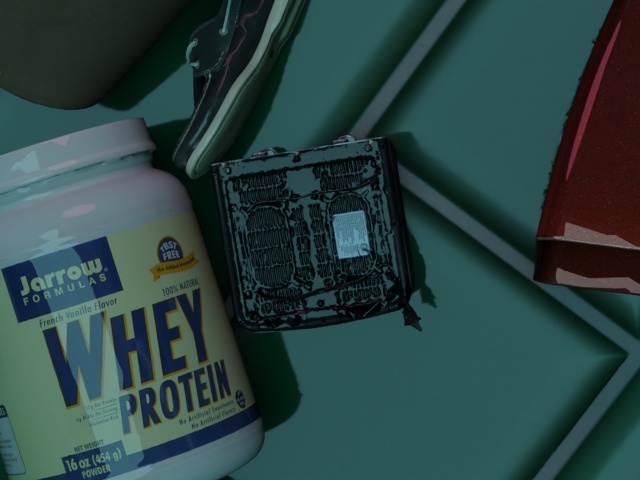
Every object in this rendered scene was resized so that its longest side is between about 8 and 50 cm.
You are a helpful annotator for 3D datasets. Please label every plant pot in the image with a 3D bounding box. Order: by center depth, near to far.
[{"bbox_3d":[0.332,-0.079,1.598,0.267,0.267,0.235,8,82,7],"label":"plant pot"},{"bbox_3d":[-0.216,-0.249,1.672,0.263,0.263,0.229,32,116,4],"label":"plant pot"}]

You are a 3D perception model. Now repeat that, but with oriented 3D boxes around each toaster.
[{"bbox_3d":[0.000,0.000,1.707,0.168,0.110,0.185,-9,92,8],"label":"toaster"}]

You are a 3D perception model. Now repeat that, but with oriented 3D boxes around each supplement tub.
[{"bbox_3d":[-0.203,0.073,1.675,0.235,0.235,0.324,-18,92,8],"label":"supplement tub"}]

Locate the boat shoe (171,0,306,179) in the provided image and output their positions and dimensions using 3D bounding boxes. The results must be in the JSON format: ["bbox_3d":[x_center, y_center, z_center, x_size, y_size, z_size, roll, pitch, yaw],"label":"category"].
[{"bbox_3d":[-0.086,-0.165,1.707,0.079,0.084,0.233,22,77,9],"label":"boat shoe"}]
